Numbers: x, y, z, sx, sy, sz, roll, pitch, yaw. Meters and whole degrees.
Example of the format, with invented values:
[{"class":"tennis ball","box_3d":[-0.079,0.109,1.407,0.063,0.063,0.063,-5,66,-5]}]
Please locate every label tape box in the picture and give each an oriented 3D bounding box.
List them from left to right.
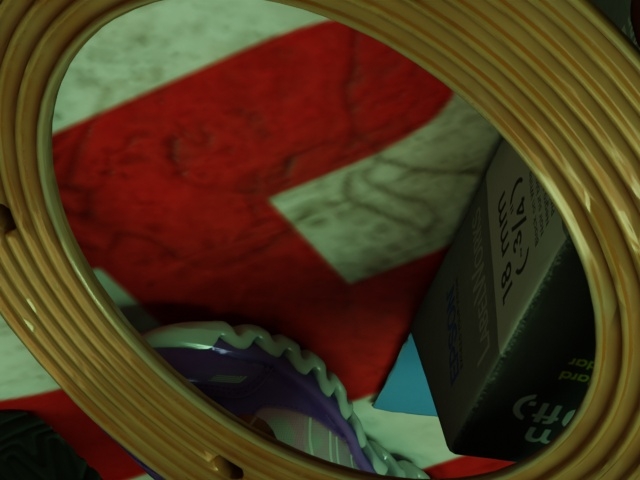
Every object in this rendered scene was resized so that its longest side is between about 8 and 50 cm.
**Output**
[{"class":"label tape box","box_3d":[0.179,0.031,0.774,0.240,0.106,0.334,9,139,-11]}]

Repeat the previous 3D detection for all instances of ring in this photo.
[{"class":"ring","box_3d":[0.000,0.000,0.693,0.336,0.032,0.337,18,135,19]}]

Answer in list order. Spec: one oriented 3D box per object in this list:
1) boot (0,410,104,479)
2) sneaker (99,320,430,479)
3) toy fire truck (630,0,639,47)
[{"class":"boot","box_3d":[-0.109,0.199,0.932,0.076,0.189,0.208,-22,139,-24]},{"class":"sneaker","box_3d":[-0.018,0.126,0.883,0.095,0.104,0.236,-21,136,29]},{"class":"toy fire truck","box_3d":[0.228,-0.087,0.528,0.302,0.169,0.254,39,115,-23]}]
